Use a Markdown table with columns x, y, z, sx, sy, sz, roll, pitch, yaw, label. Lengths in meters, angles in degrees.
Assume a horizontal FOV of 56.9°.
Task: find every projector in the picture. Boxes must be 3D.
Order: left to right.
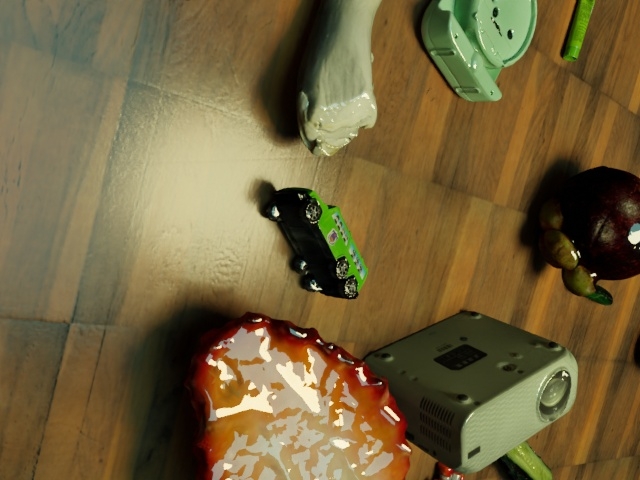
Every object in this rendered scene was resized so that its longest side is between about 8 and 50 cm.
| x | y | z | sx | sy | sz | roll | pitch | yaw | label |
| --- | --- | --- | --- | --- | --- | --- | --- | --- | --- |
| 0.215 | 0.203 | 0.852 | 0.251 | 0.198 | 0.108 | -15 | 111 | -33 | projector |

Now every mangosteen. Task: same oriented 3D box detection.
| x | y | z | sx | sy | sz | roll | pitch | yaw | label |
| --- | --- | --- | --- | --- | --- | --- | --- | --- | --- |
| 0.470 | -0.023 | 0.994 | 0.210 | 0.210 | 0.209 | -11 | 109 | -34 | mangosteen |

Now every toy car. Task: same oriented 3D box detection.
| x | y | z | sx | sy | sz | roll | pitch | yaw | label |
| --- | --- | --- | --- | --- | --- | --- | --- | --- | --- |
| 0.000 | 0.000 | 0.721 | 0.062 | 0.071 | 0.165 | -50 | 127 | -34 | toy car |

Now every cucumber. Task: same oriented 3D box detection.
| x | y | z | sx | sy | sz | roll | pitch | yaw | label |
| --- | --- | --- | --- | --- | --- | --- | --- | --- | --- |
| 0.375 | 0.427 | 1.128 | 0.211 | 0.062 | 0.078 | 46 | 40 | -30 | cucumber |
| 0.544 | 0.103 | 1.177 | 0.184 | 0.033 | 0.036 | 17 | 74 | -40 | cucumber |

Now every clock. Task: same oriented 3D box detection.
| x | y | z | sx | sy | sz | roll | pitch | yaw | label |
| --- | --- | --- | --- | --- | --- | --- | --- | --- | --- |
| 0.234 | -0.312 | 0.810 | 0.159 | 0.066 | 0.210 | 39 | 78 | -38 | clock |

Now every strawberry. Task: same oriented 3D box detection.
| x | y | z | sx | sy | sz | roll | pitch | yaw | label |
| --- | --- | --- | --- | --- | --- | --- | --- | --- | --- |
| -0.045 | 0.227 | 0.712 | 0.265 | 0.149 | 0.336 | -33 | 110 | -18 | strawberry |

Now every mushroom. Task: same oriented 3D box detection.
| x | y | z | sx | sy | sz | roll | pitch | yaw | label |
| --- | --- | --- | --- | --- | --- | --- | --- | --- | --- |
| 0.033 | -0.231 | 0.666 | 0.099 | 0.096 | 0.277 | 16 | 89 | -40 | mushroom |

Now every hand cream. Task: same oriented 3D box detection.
| x | y | z | sx | sy | sz | roll | pitch | yaw | label |
| --- | --- | --- | --- | --- | --- | --- | --- | --- | --- |
| 0.426 | -0.356 | 0.967 | 0.036 | 0.023 | 0.121 | 16 | 91 | -27 | hand cream |

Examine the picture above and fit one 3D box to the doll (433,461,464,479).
| x | y | z | sx | sy | sz | roll | pitch | yaw | label |
| --- | --- | --- | --- | --- | --- | --- | --- | --- | --- |
| 0.211 | 0.480 | 1.017 | 0.104 | 0.062 | 0.194 | 6 | 91 | -53 | doll |
